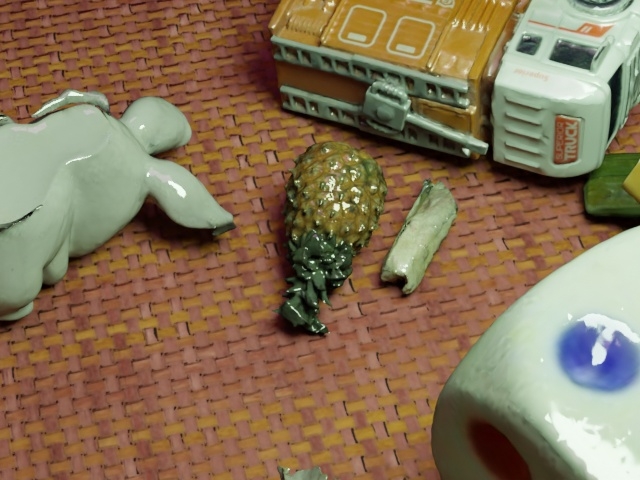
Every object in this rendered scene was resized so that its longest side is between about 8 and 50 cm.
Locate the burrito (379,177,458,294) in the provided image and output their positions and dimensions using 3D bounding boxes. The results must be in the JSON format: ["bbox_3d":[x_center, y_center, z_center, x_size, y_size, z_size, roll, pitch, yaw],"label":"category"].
[{"bbox_3d":[0.104,-0.007,1.500,0.055,0.041,0.149,12,50,24],"label":"burrito"}]

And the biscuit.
[{"bbox_3d":[0.432,-0.062,1.500,0.323,0.038,0.099,-1,43,23],"label":"biscuit"}]

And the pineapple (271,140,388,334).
[{"bbox_3d":[0.000,0.000,1.458,0.108,0.108,0.197,14,64,8],"label":"pineapple"}]

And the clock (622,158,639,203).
[{"bbox_3d":[0.469,-0.023,1.318,0.244,0.200,0.317,-31,76,-32],"label":"clock"}]

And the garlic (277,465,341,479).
[{"bbox_3d":[0.023,0.255,1.187,0.207,0.207,0.256,23,46,14],"label":"garlic"}]

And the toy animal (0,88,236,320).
[{"bbox_3d":[-0.252,-0.044,1.438,0.325,0.154,0.208,-14,59,-20],"label":"toy animal"}]

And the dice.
[{"bbox_3d":[0.297,0.180,1.214,0.304,0.277,0.304,-30,60,-22],"label":"dice"}]

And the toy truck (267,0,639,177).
[{"bbox_3d":[0.145,-0.196,1.565,0.388,0.173,0.207,16,56,19],"label":"toy truck"}]
